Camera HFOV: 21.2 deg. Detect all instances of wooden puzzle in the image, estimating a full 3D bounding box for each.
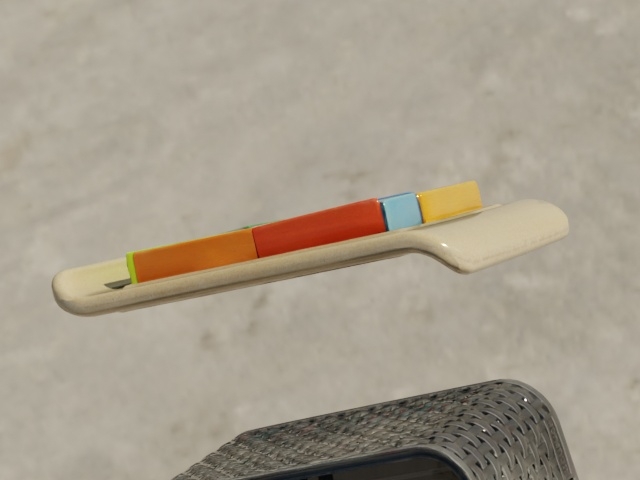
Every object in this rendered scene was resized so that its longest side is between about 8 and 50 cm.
[{"bbox_3d":[0.000,0.000,0.968,0.238,0.044,0.221,-7,3,23],"label":"wooden puzzle"}]

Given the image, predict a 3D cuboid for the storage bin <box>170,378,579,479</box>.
[{"bbox_3d":[0.021,0.140,0.733,0.180,0.122,0.084,-16,6,33],"label":"storage bin"}]
